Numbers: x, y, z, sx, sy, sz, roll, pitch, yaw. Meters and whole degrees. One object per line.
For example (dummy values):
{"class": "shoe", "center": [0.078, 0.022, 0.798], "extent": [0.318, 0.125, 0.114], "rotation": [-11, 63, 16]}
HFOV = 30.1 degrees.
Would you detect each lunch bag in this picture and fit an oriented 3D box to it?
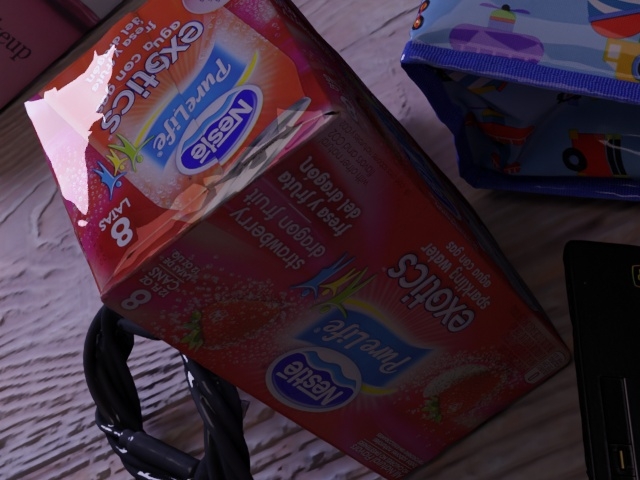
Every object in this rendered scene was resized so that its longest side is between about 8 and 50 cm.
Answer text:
{"class": "lunch bag", "center": [0.220, -0.133, 0.586], "extent": [0.293, 0.138, 0.221], "rotation": [10, 69, 28]}

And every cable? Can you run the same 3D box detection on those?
{"class": "cable", "center": [-0.082, 0.091, 0.669], "extent": [0.184, 0.047, 0.151], "rotation": [-14, 95, 59]}

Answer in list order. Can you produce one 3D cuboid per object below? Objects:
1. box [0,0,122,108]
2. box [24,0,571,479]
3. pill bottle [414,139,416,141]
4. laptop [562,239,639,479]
{"class": "box", "center": [-0.292, -0.194, 0.937], "extent": [0.232, 0.148, 0.127], "rotation": [-39, 51, 11]}
{"class": "box", "center": [0.000, 0.000, 0.562], "extent": [0.122, 0.257, 0.128], "rotation": [-38, 51, 10]}
{"class": "pill bottle", "center": [-0.026, -0.030, 0.708], "extent": [0.160, 0.087, 0.087], "rotation": [-44, 50, 7]}
{"class": "laptop", "center": [0.244, 0.086, 0.425], "extent": [0.264, 0.136, 0.234], "rotation": [6, 60, -10]}
